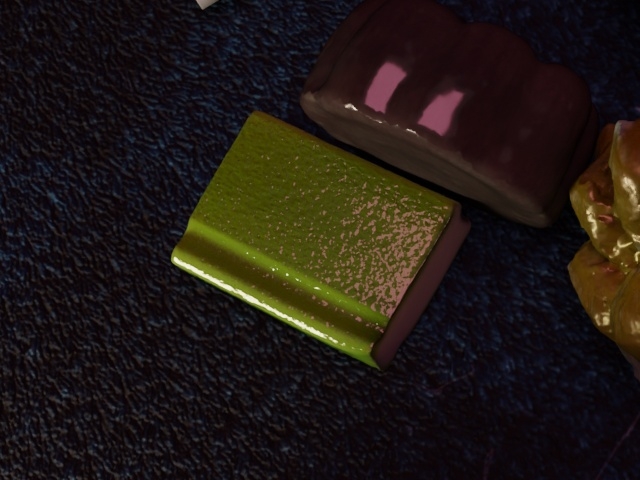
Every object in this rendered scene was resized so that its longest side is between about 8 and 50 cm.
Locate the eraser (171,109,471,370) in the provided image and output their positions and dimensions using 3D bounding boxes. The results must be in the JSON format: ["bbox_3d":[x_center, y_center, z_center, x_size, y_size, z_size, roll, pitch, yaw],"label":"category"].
[{"bbox_3d":[0.000,0.000,1.443,0.274,0.092,0.210,28,84,16],"label":"eraser"}]

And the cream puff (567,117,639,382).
[{"bbox_3d":[0.404,-0.028,1.268,0.378,0.378,0.275,-33,31,1],"label":"cream puff"}]

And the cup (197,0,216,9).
[{"bbox_3d":[-0.123,-0.367,1.545,0.133,0.099,0.136,-30,74,3],"label":"cup"}]

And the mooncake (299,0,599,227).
[{"bbox_3d":[0.139,-0.137,1.354,0.306,0.306,0.154,27,84,15],"label":"mooncake"}]
